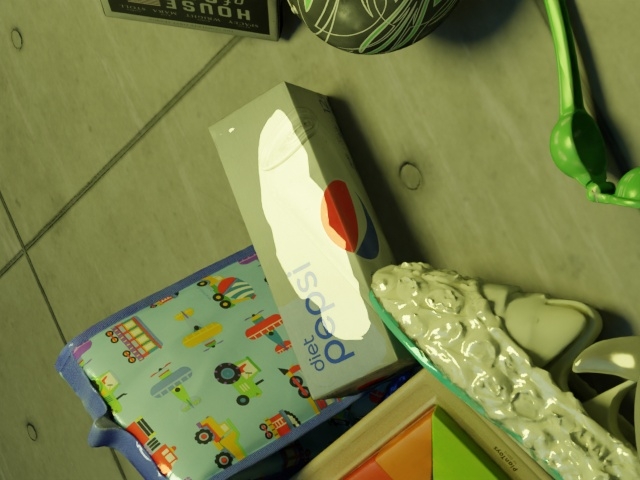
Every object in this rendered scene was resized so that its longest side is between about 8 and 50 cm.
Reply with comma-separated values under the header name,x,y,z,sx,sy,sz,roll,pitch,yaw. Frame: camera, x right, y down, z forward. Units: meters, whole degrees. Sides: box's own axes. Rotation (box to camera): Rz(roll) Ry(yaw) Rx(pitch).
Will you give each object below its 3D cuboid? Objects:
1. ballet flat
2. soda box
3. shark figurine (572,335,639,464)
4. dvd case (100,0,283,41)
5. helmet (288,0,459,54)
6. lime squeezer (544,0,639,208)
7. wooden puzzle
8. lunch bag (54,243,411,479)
name,x,y,z,sx,sy,sz,roll,pitch,yaw
ballet flat,0.217,0.133,1.043,0.409,0.147,0.147,46,135,23
soda box,0.000,0.000,1.197,0.098,0.091,0.286,-28,75,24
shark figurine,0.260,0.152,0.894,0.166,0.116,0.278,-10,82,21
dvd case,-0.125,-0.256,1.160,0.239,0.179,0.030,92,-173,-72
helmet,0.047,-0.236,1.032,0.169,0.169,0.162,-24,67,51
lime squeezer,0.247,-0.068,0.974,0.110,0.059,0.310,-46,65,13
wooden puzzle,0.107,0.251,1.168,0.221,0.044,0.238,45,123,-2
lunch bag,-0.099,0.141,1.259,0.221,0.293,0.138,46,135,28
